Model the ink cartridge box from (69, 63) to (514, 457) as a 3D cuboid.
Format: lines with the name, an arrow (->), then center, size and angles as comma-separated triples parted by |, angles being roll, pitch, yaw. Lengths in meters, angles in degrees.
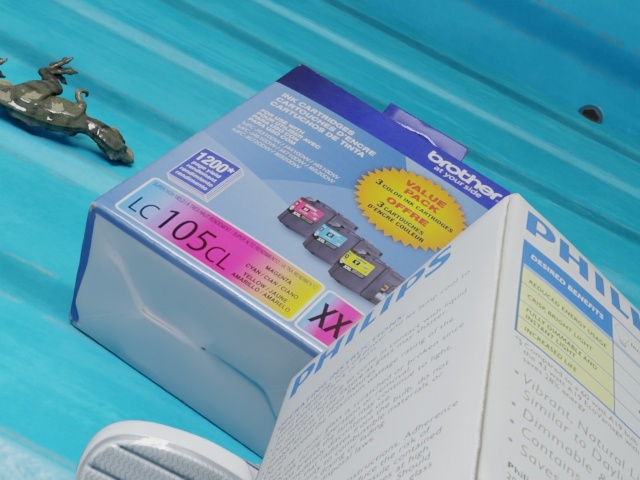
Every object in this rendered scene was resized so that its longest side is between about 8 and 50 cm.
ink cartridge box -> 0.000, 0.000, 1.191 | 0.270, 0.151, 0.395 | 33, 39, 13

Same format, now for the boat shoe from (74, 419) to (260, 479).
boat shoe -> -0.035, 0.218, 0.904 | 0.302, 0.109, 0.094 | 34, 9, -10

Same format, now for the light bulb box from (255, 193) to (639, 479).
light bulb box -> 0.143, 0.223, 0.745 | 0.358, 0.225, 0.361 | 44, 25, -10

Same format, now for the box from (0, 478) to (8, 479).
box -> -0.165, 0.250, 0.677 | 0.113, 0.094, 0.275 | 14, 26, -28

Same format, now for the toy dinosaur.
toy dinosaur -> -0.326, -0.161, 1.426 | 0.268, 0.064, 0.118 | 15, 32, -18
